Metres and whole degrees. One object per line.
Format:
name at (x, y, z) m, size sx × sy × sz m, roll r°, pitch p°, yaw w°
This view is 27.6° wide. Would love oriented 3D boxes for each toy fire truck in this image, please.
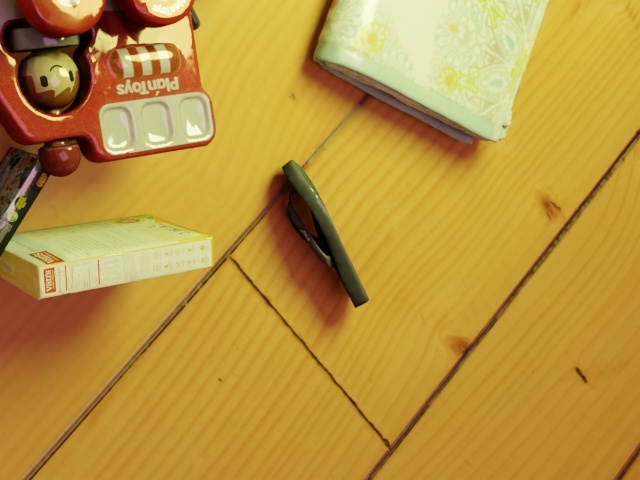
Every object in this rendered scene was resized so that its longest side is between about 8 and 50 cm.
toy fire truck at (-0.271, -0.212, 1.553) m, size 0.302 × 0.169 × 0.254 m, roll -14°, pitch 97°, yaw -36°

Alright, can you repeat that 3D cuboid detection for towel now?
towel at (0.182, -0.344, 1.949) m, size 0.374 × 0.090 × 0.321 m, roll 22°, pitch 84°, yaw -38°

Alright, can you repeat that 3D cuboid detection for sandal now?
sandal at (0.000, 0.001, 1.890) m, size 0.054 × 0.097 × 0.255 m, roll -26°, pitch 117°, yaw 0°

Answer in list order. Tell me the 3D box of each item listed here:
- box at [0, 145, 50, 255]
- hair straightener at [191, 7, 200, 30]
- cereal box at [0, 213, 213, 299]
box at (-0.384, -0.046, 1.583) m, size 0.027 × 0.094 × 0.137 m, roll 37°, pitch 78°, yaw -36°
hair straightener at (-0.214, -0.371, 1.680) m, size 0.089 × 0.047 × 0.230 m, roll -49°, pitch 121°, yaw -44°
cereal box at (-0.278, 0.016, 1.628) m, size 0.240 × 0.173 × 0.047 m, roll -10°, pitch 107°, yaw -34°
